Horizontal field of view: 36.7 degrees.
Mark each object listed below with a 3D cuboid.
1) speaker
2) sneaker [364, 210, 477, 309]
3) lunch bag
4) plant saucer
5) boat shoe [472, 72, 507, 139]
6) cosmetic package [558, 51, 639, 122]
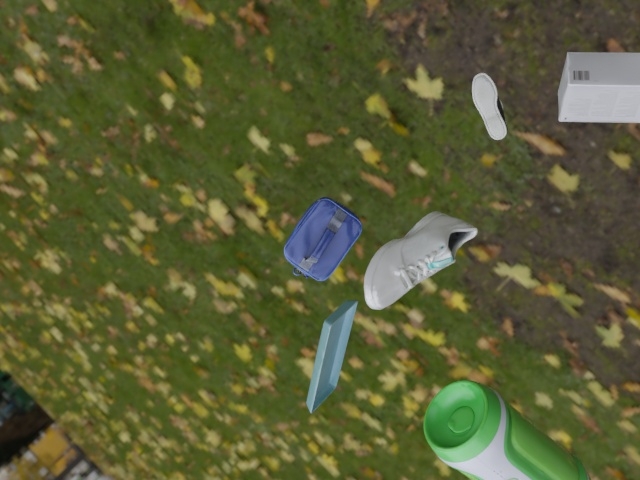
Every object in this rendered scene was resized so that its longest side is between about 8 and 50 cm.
[{"bbox_3d":[0.276,0.315,1.396,0.296,0.131,0.131,40,171,-34],"label":"speaker"},{"bbox_3d":[0.153,0.029,1.452,0.094,0.212,0.080,15,139,45],"label":"sneaker"},{"bbox_3d":[0.000,0.000,1.118,0.067,0.098,0.065,34,-178,-1],"label":"lunch bag"},{"bbox_3d":[0.013,0.163,1.357,0.018,0.067,0.192,30,135,21],"label":"plant saucer"},{"bbox_3d":[0.310,-0.245,1.756,0.125,0.046,0.038,66,-163,-5],"label":"boat shoe"},{"bbox_3d":[0.456,-0.211,1.332,0.239,0.061,0.099,2,154,6],"label":"cosmetic package"}]
